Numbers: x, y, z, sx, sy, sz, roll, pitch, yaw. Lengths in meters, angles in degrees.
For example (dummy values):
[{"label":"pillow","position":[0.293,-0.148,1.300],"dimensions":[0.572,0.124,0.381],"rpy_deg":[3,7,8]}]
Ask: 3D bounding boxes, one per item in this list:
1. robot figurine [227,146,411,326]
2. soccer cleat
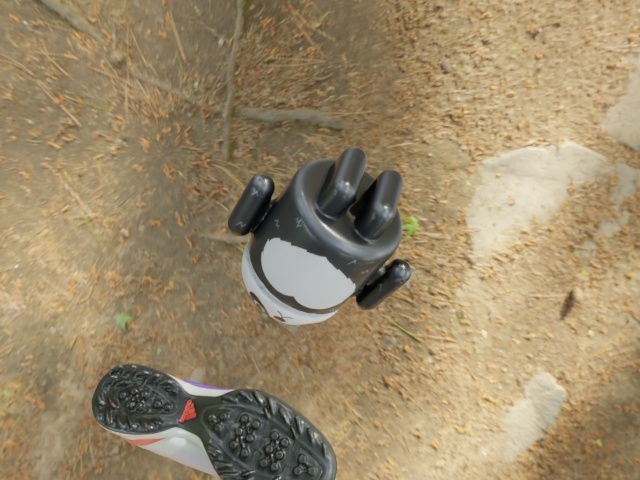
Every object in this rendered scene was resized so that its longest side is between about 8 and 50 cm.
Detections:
[{"label":"robot figurine","position":[0.001,0.002,1.076],"dimensions":[0.173,0.278,0.209],"rpy_deg":[-14,64,-42]},{"label":"soccer cleat","position":[-0.115,0.226,0.914],"dimensions":[0.318,0.116,0.108],"rpy_deg":[11,68,25]}]
